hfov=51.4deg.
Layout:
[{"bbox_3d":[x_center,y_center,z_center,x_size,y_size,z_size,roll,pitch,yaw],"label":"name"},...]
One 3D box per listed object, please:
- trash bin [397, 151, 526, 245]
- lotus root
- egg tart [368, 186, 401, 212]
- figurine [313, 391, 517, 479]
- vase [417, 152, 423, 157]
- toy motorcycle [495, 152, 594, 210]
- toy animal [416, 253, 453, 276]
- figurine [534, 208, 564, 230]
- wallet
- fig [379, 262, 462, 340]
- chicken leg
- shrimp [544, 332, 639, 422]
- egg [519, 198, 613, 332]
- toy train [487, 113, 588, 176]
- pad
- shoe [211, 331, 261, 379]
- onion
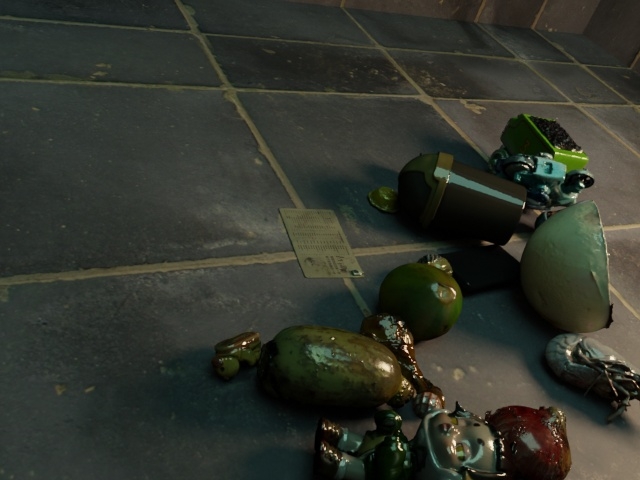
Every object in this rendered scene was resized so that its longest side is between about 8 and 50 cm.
[{"bbox_3d":[0.368,-0.116,1.819,0.334,0.214,0.214,21,37,0],"label":"trash bin"},{"bbox_3d":[0.038,0.247,1.285,0.310,0.173,0.173,13,38,-13],"label":"lotus root"},{"bbox_3d":[0.187,-0.120,1.888,0.105,0.039,0.105,14,37,-11],"label":"egg tart"},{"bbox_3d":[0.174,0.384,1.167,0.370,0.167,0.281,8,28,-3],"label":"figurine"},{"bbox_3d":[0.372,-0.154,1.967,0.238,0.115,0.115,30,38,7],"label":"vase"},{"bbox_3d":[0.628,-0.163,1.907,0.260,0.206,0.154,14,62,4],"label":"toy motorcycle"},{"bbox_3d":[0.263,0.072,1.626,0.137,0.098,0.098,37,18,-46],"label":"toy animal"},{"bbox_3d":[0.722,-0.034,1.942,0.178,0.144,0.114,34,48,0],"label":"figurine"},{"bbox_3d":[0.430,0.071,1.758,0.250,0.044,0.149,-9,41,-33],"label":"wallet"},{"bbox_3d":[0.230,0.133,1.492,0.181,0.191,0.180,7,74,-24],"label":"fig"},{"bbox_3d":[0.172,0.255,1.394,0.107,0.087,0.251,-25,60,-16],"label":"chicken leg"},{"bbox_3d":[0.668,0.321,1.493,0.343,0.116,0.145,29,38,23],"label":"shrimp"},{"bbox_3d":[0.599,0.067,1.656,0.201,0.337,0.337,-6,37,11],"label":"egg"},{"bbox_3d":[0.671,-0.253,2.097,0.174,0.248,0.307,5,39,-22],"label":"toy train"},{"bbox_3d":[0.000,0.000,1.681,0.160,0.009,0.265,0,41,-23],"label":"pad"},{"bbox_3d":[-0.155,0.221,1.289,0.072,0.069,0.109,-7,14,27],"label":"shoe"},{"bbox_3d":[0.407,0.377,1.275,0.184,0.147,0.184,30,11,-6],"label":"onion"}]
